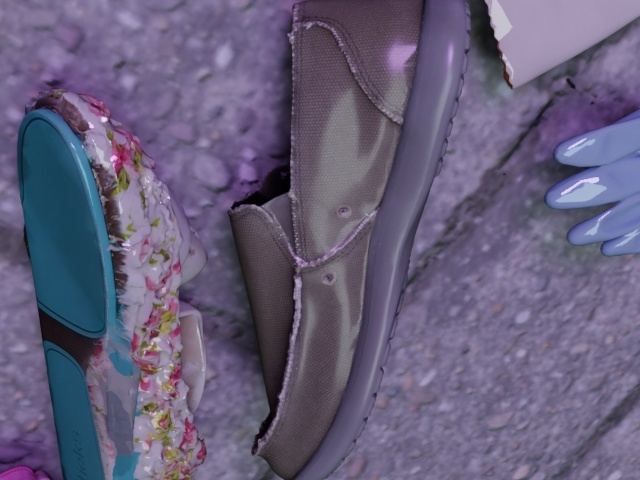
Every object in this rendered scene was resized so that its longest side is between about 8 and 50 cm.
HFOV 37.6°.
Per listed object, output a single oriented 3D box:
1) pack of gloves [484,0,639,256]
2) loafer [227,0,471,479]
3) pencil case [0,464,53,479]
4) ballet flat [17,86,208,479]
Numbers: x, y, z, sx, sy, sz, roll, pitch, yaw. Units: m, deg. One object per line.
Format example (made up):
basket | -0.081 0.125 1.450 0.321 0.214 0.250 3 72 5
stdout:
pack of gloves | 0.193 -0.111 0.472 0.232 0.046 0.195 -26 113 -6
loafer | 0.000 0.000 0.447 0.087 0.094 0.251 15 107 2
pencil case | -0.222 0.172 0.466 0.209 0.095 0.098 -11 86 -12
ballet flat | -0.091 0.033 0.443 0.077 0.091 0.241 -27 136 -39
